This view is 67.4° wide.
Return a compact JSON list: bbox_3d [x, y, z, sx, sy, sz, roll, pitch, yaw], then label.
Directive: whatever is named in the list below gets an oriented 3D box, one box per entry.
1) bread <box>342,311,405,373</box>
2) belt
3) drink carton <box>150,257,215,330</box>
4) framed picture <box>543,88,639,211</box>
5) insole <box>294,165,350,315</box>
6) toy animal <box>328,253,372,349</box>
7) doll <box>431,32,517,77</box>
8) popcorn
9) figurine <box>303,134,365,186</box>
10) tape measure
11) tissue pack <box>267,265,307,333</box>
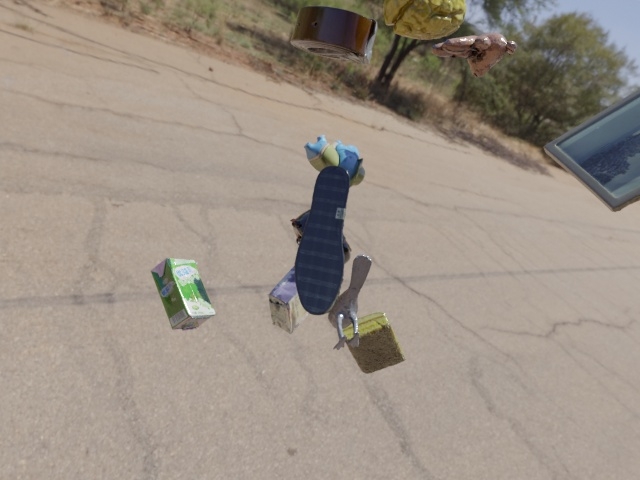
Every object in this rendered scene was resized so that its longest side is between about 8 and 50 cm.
[{"bbox_3d":[0.198,0.386,1.816,0.110,0.184,0.234,-103,169,-54],"label":"bread"},{"bbox_3d":[0.041,-0.663,1.561,0.217,0.122,0.339,7,15,-39],"label":"belt"},{"bbox_3d":[-0.530,0.207,1.874,0.161,0.108,0.271,12,48,-62],"label":"drink carton"},{"bbox_3d":[0.516,-0.173,0.713,0.016,0.289,0.213,48,19,-30],"label":"framed picture"},{"bbox_3d":[0.008,-0.003,0.979,0.110,0.309,0.012,9,-6,20],"label":"insole"},{"bbox_3d":[0.074,0.213,1.404,0.081,0.367,0.205,7,58,-10],"label":"toy animal"},{"bbox_3d":[0.556,-0.684,1.784,0.304,0.156,0.201,-14,19,-23],"label":"doll"},{"bbox_3d":[0.288,-0.647,1.342,0.200,0.226,0.203,55,0,-10],"label":"popcorn"},{"bbox_3d":[0.062,-0.309,1.846,0.262,0.154,0.180,44,39,-20],"label":"figurine"},{"bbox_3d":[0.000,0.000,1.453,0.202,0.135,0.223,56,-5,-1],"label":"tape measure"},{"bbox_3d":[-0.074,0.204,2.039,0.125,0.242,0.343,26,54,22],"label":"tissue pack"}]
